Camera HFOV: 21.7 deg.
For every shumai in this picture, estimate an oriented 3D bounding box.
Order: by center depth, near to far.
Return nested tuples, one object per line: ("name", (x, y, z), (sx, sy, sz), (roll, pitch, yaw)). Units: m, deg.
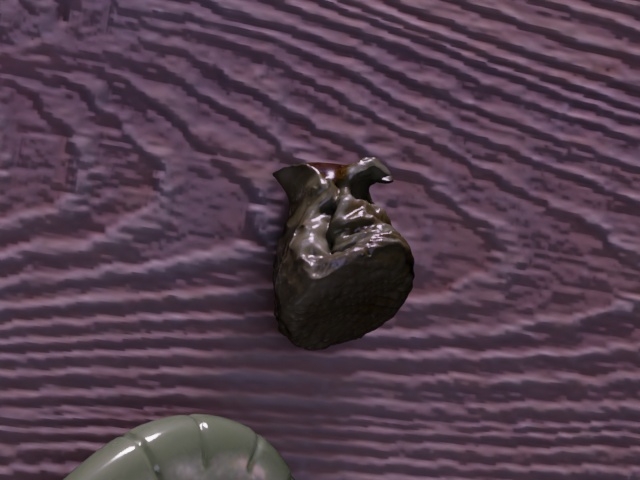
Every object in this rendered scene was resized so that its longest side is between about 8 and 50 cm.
("shumai", (0.000, 0.000, 0.777), (0.083, 0.082, 0.080), (-5, 50, -45))

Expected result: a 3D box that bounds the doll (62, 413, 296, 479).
("doll", (-0.084, 0.232, 0.691), (0.268, 0.216, 0.284), (-36, 116, -39))
